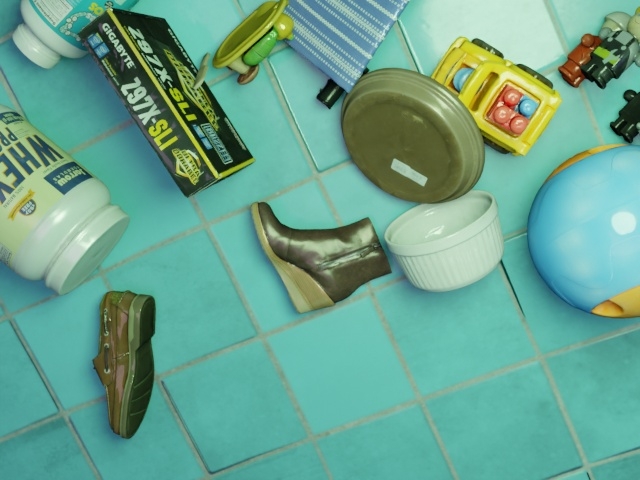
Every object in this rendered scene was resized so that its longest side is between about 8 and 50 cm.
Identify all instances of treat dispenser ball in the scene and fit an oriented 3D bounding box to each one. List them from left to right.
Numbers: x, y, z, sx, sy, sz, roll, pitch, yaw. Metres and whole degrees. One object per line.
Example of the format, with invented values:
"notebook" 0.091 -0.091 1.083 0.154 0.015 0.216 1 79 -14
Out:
"treat dispenser ball" 0.490 -0.015 1.218 0.288 0.288 0.288 2 104 9

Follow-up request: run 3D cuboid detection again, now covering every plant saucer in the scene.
"plant saucer" 0.149 -0.168 1.280 0.277 0.041 0.278 24 143 20

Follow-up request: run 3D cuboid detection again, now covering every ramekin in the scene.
"ramekin" 0.227 0.004 1.314 0.207 0.207 0.109 -19 110 13

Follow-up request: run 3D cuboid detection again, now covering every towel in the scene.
"towel" 0.070 -0.451 1.253 0.243 0.040 0.336 46 110 31

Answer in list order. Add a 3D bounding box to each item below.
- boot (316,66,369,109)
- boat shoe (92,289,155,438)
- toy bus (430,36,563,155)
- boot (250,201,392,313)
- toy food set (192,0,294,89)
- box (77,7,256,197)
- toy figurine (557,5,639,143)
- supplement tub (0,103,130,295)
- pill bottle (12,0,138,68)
"boot" 0.036 -0.281 1.316 0.045 0.121 0.099 40 98 -12
"boat shoe" -0.411 0.253 1.530 0.104 0.110 0.308 8 95 11
"toy bus" 0.289 -0.238 1.238 0.220 0.211 0.149 32 108 2
"boot" 0.000 0.000 1.422 0.206 0.090 0.249 -27 97 2
"toy food set" -0.123 -0.341 1.320 0.217 0.128 0.071 -34 123 23
"box" -0.257 -0.244 1.300 0.079 0.257 0.322 -31 96 15
"toy figurine" 0.517 -0.269 1.195 0.213 0.209 0.148 45 100 -4
"supplement tub" -0.552 -0.073 1.400 0.324 0.235 0.235 39 106 -2
"pill bottle" -0.439 -0.435 1.341 0.264 0.146 0.146 -39 95 16
